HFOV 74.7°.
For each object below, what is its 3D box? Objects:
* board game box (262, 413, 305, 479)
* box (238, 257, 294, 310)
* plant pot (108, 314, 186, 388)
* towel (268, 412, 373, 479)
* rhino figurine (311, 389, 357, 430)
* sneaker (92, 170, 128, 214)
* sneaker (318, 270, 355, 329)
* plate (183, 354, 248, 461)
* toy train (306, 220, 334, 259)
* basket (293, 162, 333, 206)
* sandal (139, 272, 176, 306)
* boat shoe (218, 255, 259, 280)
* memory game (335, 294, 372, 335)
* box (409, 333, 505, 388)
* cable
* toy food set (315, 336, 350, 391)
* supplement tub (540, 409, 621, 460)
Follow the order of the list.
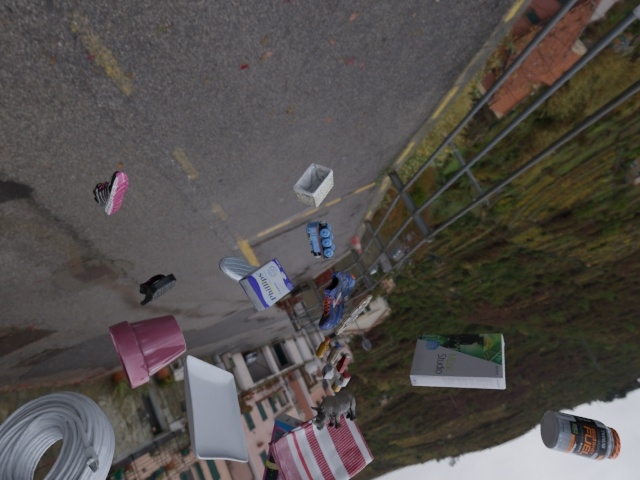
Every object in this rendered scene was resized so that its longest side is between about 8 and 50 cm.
[{"bbox_3d":[-0.102,0.893,1.690,0.224,0.303,0.097,11,176,24],"label":"board game box"},{"bbox_3d":[-0.182,0.149,1.420,0.137,0.126,0.072,-36,-170,-37],"label":"box"},{"bbox_3d":[-0.524,0.322,1.290,0.180,0.201,0.201,-20,165,-32],"label":"plant pot"},{"bbox_3d":[0.009,0.730,1.444,0.329,0.236,0.037,-18,164,-32],"label":"towel"},{"bbox_3d":[0.043,0.580,1.428,0.073,0.106,0.243,-16,167,36],"label":"rhino figurine"},{"bbox_3d":[-0.590,-0.142,1.167,0.170,0.075,0.063,-45,-170,45],"label":"sneaker"},{"bbox_3d":[0.039,0.204,1.460,0.087,0.221,0.083,30,163,-27],"label":"sneaker"},{"bbox_3d":[-0.313,0.498,1.219,0.045,0.277,0.278,-24,146,7],"label":"plate"},{"bbox_3d":[0.000,0.000,1.850,0.105,0.184,0.080,-5,-153,12],"label":"toy train"},{"bbox_3d":[-0.027,-0.244,1.869,0.167,0.113,0.103,-54,154,-27],"label":"basket"},{"bbox_3d":[-0.810,0.220,2.071,0.168,0.107,0.446,-35,-179,-35],"label":"sandal"},{"bbox_3d":[-0.358,0.152,1.886,0.094,0.109,0.302,-27,151,21],"label":"boat shoe"},{"bbox_3d":[0.115,0.254,1.439,0.186,0.012,0.186,-43,163,-17],"label":"memory game"},{"bbox_3d":[0.511,0.441,1.562,0.322,0.058,0.232,-6,-154,24],"label":"box"},{"bbox_3d":[-0.537,0.428,0.821,0.257,0.257,0.089,-28,138,-6],"label":"cable"},{"bbox_3d":[0.069,0.539,1.841,0.111,0.232,0.104,14,115,-26],"label":"toy food set"},{"bbox_3d":[0.791,0.597,1.281,0.191,0.116,0.117,10,167,6],"label":"supplement tub"}]
